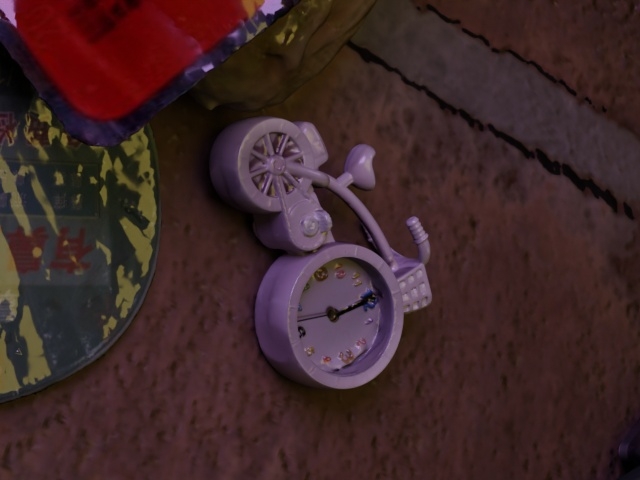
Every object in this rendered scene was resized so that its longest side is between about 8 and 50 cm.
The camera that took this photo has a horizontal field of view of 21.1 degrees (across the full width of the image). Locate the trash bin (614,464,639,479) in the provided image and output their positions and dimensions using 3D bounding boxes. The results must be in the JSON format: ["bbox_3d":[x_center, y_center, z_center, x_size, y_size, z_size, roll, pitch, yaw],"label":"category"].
[{"bbox_3d":[0.262,0.259,0.827,0.223,0.158,0.343,-28,107,-16],"label":"trash bin"}]

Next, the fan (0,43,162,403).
[{"bbox_3d":[-0.182,-0.062,0.651,0.223,0.012,0.294,-33,104,-31],"label":"fan"}]

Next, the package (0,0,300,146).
[{"bbox_3d":[-0.034,-0.183,0.663,0.269,0.071,0.194,-33,77,-15],"label":"package"}]

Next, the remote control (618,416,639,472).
[{"bbox_3d":[0.223,0.175,0.903,0.059,0.028,0.212,-44,110,-32],"label":"remote control"}]

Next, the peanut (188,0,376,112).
[{"bbox_3d":[-0.008,-0.154,0.742,0.099,0.099,0.214,26,65,-31],"label":"peanut"}]

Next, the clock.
[{"bbox_3d":[0.000,0.000,0.755,0.087,0.041,0.129,-33,109,-30],"label":"clock"}]
